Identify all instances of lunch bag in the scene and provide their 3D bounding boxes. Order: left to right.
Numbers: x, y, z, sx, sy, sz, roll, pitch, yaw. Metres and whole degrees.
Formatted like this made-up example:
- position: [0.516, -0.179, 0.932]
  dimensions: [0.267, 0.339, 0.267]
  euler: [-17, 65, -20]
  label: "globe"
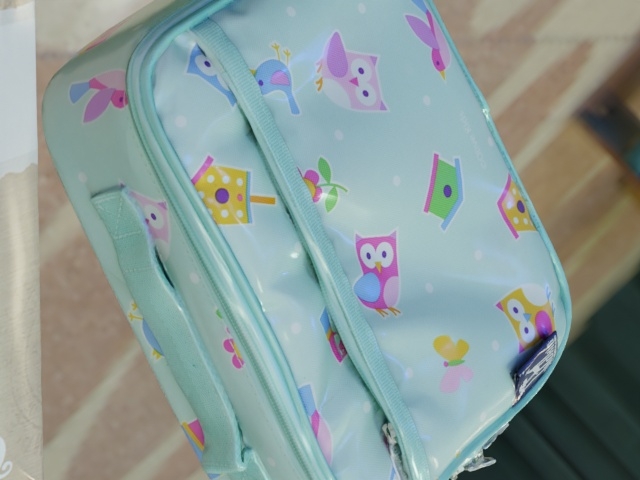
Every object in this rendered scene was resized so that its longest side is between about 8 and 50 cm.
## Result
- position: [0.000, 0.000, 0.964]
  dimensions: [0.108, 0.279, 0.224]
  euler: [-15, -163, 43]
  label: "lunch bag"

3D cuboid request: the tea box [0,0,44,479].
- position: [-0.319, -0.005, 0.683]
  dimensions: [0.329, 0.324, 0.220]
  euler: [-18, 117, -47]
  label: "tea box"
